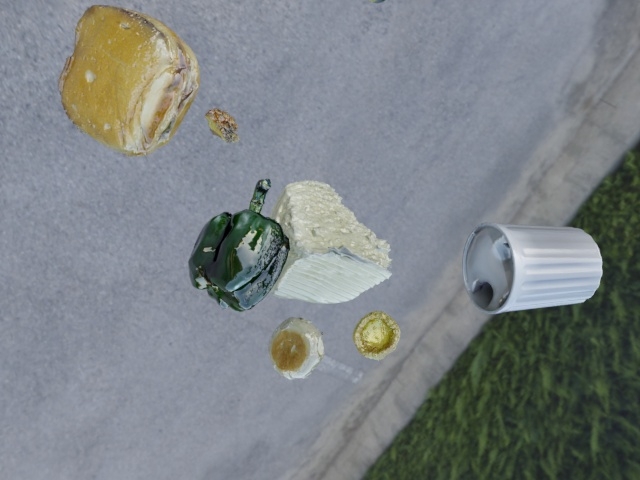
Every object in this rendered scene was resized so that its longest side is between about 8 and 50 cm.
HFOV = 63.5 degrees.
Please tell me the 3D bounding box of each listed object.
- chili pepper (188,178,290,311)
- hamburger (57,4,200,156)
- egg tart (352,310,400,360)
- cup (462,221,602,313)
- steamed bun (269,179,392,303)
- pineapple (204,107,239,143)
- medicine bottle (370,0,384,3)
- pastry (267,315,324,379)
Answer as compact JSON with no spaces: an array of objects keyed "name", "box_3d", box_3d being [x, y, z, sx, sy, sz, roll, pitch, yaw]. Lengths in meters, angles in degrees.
[{"name":"chili pepper","box_3d":[-0.143,0.005,1.020,0.165,0.173,0.261,46,51,-29]},{"name":"hamburger","box_3d":[-0.433,-0.360,1.175,0.305,0.284,0.174,-57,176,11]},{"name":"egg tart","box_3d":[0.120,0.204,1.112,0.105,0.105,0.039,-40,164,-4]},{"name":"cup","box_3d":[0.388,0.050,0.995,0.201,0.221,0.167,-1,88,-16]},{"name":"steamed bun","box_3d":[0.000,0.000,1.265,0.290,0.272,0.273,20,136,-32]},{"name":"pineapple","box_3d":[-0.261,-0.298,1.404,0.077,0.114,0.114,-46,155,18]},{"name":"medicine bottle","box_3d":[0.029,-0.613,1.066,0.293,0.141,0.141,14,119,-25]},{"name":"pastry","box_3d":[-0.065,0.277,1.340,0.166,0.166,0.088,-51,157,11]}]
